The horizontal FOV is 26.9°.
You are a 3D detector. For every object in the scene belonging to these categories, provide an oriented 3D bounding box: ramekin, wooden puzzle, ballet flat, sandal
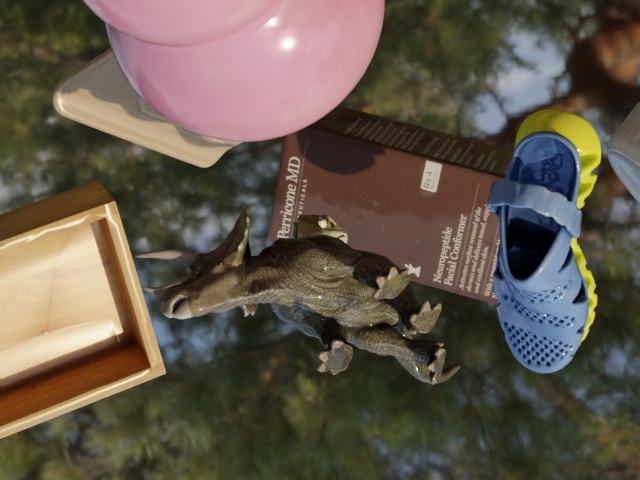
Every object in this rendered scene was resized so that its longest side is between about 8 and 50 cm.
[{"bbox_3d":[0.554,-0.100,2.025,0.127,0.273,0.273,-42,-149,0],"label":"ramekin"},{"bbox_3d":[-0.109,-0.164,1.314,0.239,0.221,0.044,-29,-122,35],"label":"wooden puzzle"},{"bbox_3d":[0.000,0.000,1.660,0.067,0.073,0.206,-9,-167,1],"label":"ballet flat"},{"bbox_3d":[0.240,0.018,1.511,0.126,0.317,0.138,8,-150,27],"label":"sandal"}]

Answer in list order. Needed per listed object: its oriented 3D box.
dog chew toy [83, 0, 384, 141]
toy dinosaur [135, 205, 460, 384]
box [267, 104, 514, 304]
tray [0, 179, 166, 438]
[{"bbox_3d":[-0.082,-0.208,0.907,0.207,0.332,0.206,-8,-117,17],"label":"dog chew toy"},{"bbox_3d":[0.020,0.043,1.108,0.314,0.121,0.160,11,-159,-45],"label":"toy dinosaur"},{"bbox_3d":[0.132,-0.056,1.897,0.382,0.191,0.143,15,-156,14],"label":"box"},{"bbox_3d":[-0.376,0.107,1.303,0.411,0.202,0.076,-20,-151,-15],"label":"tray"}]
